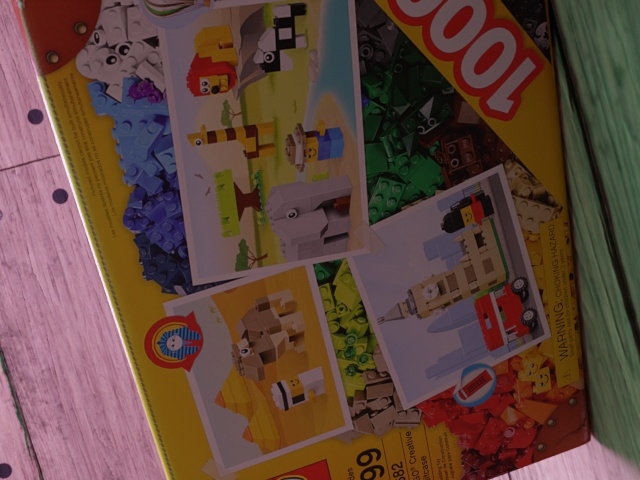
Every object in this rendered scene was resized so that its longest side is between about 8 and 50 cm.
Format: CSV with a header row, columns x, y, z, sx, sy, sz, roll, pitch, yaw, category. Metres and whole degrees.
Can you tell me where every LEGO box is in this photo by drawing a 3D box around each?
x,y,z,sx,sy,sz,roll,pitch,yaw,category
-0.002,-0.020,0.822,0.193,0.373,0.500,-130,24,-63,LEGO box
